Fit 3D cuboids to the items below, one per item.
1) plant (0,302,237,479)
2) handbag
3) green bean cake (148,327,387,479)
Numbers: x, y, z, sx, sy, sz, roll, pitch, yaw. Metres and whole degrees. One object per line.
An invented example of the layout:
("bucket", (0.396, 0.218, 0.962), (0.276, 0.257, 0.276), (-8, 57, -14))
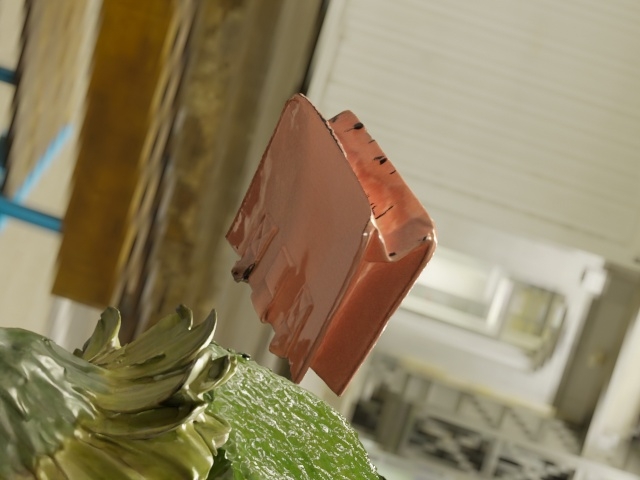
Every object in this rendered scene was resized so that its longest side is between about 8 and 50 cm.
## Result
("plant", (-0.203, 0.131, 1.330), (0.306, 0.261, 0.297), (-37, 142, -25))
("handbag", (0.000, 0.000, 1.350), (0.157, 0.059, 0.212), (-63, -151, 21))
("green bean cake", (-0.078, 0.271, 1.684), (0.218, 0.319, 0.335), (-45, 141, 15))
